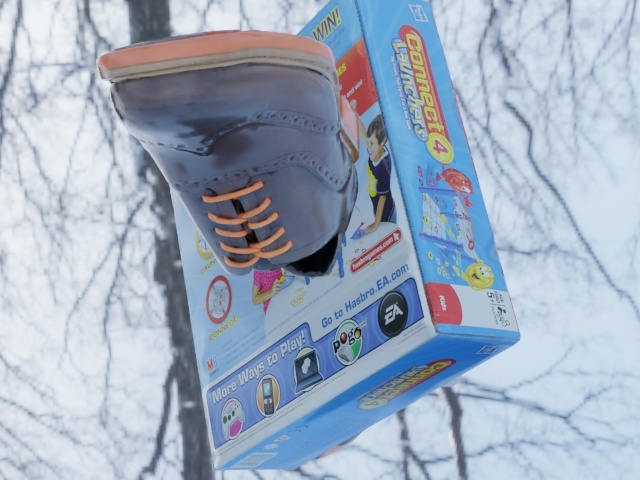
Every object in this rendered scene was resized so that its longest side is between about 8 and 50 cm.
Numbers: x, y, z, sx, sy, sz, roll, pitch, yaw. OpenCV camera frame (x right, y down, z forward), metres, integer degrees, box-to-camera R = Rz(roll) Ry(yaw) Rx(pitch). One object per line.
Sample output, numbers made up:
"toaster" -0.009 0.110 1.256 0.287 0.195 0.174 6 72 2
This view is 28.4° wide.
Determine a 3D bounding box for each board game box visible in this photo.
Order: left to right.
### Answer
"board game box" 0.000 0.000 1.048 0.086 0.308 0.302 8 -120 -36

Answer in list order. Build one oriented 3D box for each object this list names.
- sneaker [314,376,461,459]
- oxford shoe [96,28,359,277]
"sneaker" 0.034 0.109 1.244 0.180 0.124 0.321 -32 -179 8
"oxford shoe" -0.029 -0.036 0.630 0.097 0.098 0.271 -7 171 16
